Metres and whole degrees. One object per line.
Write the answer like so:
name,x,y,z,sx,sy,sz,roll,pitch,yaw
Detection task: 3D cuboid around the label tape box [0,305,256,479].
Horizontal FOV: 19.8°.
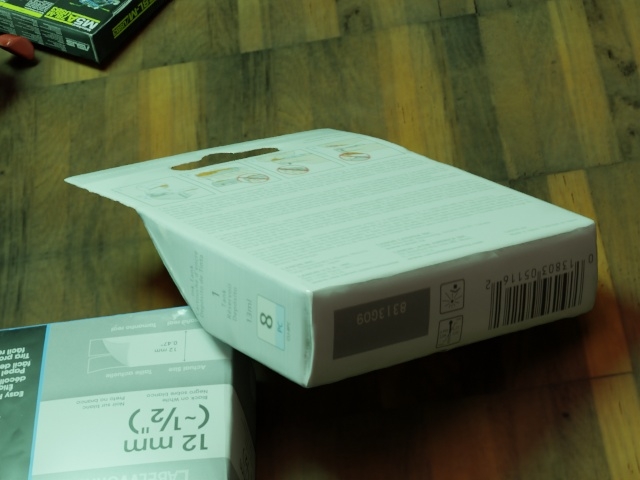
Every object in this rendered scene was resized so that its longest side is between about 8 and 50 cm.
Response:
label tape box,-0.183,0.222,1.472,0.249,0.115,0.347,-7,44,6

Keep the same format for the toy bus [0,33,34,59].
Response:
toy bus,-0.422,-0.205,1.933,0.191,0.202,0.104,21,85,20

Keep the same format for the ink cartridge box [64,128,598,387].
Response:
ink cartridge box,0.000,0.000,1.602,0.308,0.091,0.385,-13,22,-34

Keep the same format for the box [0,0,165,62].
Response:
box,-0.264,-0.283,2.011,0.191,0.045,0.184,19,52,28
